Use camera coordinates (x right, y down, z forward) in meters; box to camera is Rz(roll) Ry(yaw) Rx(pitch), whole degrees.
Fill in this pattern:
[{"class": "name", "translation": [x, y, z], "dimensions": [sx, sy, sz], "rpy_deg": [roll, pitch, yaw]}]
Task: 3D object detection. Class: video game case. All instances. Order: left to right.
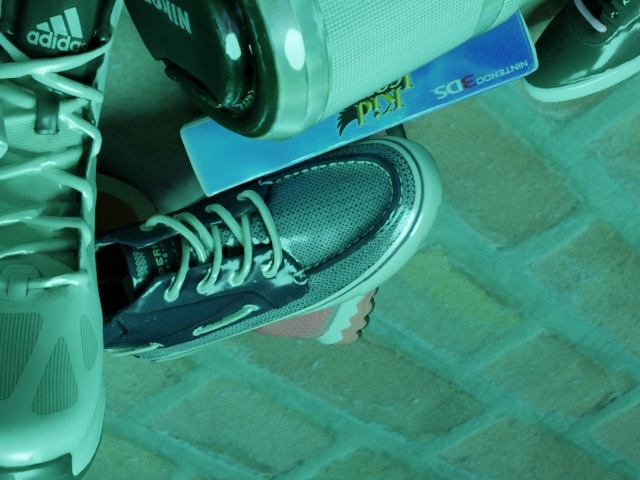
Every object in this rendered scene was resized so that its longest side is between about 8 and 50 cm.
[{"class": "video game case", "translation": [0.027, -0.116, 1.303], "dimensions": [0.269, 0.061, 0.244], "rpy_deg": [-20, -173, 1]}]

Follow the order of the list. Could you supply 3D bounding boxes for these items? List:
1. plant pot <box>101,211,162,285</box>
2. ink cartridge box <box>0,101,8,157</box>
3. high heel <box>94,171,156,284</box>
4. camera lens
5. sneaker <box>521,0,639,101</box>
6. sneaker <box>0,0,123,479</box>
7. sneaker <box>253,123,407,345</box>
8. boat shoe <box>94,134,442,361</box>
[{"class": "plant pot", "translation": [-0.191, 0.051, 1.512], "dimensions": [0.109, 0.109, 0.096], "rpy_deg": [-12, 157, -12]}, {"class": "ink cartridge box", "translation": [-0.324, -0.117, 1.066], "dimensions": [0.121, 0.289, 0.211], "rpy_deg": [18, 130, -37]}, {"class": "high heel", "translation": [-0.340, 0.003, 1.417], "dimensions": [0.377, 0.127, 0.181], "rpy_deg": [-6, -179, -32]}, {"class": "camera lens", "translation": [0.013, -0.208, 1.049], "dimensions": [0.274, 0.219, 0.219], "rpy_deg": [-30, 148, -21]}, {"class": "sneaker", "translation": [0.267, -0.244, 1.345], "dimensions": [0.296, 0.104, 0.147], "rpy_deg": [-37, 139, 13]}, {"class": "sneaker", "translation": [-0.217, -0.053, 1.089], "dimensions": [0.169, 0.447, 0.257], "rpy_deg": [5, 129, -16]}, {"class": "sneaker", "translation": [0.000, 0.001, 1.521], "dimensions": [0.136, 0.116, 0.314], "rpy_deg": [-2, 141, -21]}, {"class": "boat shoe", "translation": [-0.072, 0.013, 1.306], "dimensions": [0.340, 0.127, 0.158], "rpy_deg": [-30, 163, 26]}]
